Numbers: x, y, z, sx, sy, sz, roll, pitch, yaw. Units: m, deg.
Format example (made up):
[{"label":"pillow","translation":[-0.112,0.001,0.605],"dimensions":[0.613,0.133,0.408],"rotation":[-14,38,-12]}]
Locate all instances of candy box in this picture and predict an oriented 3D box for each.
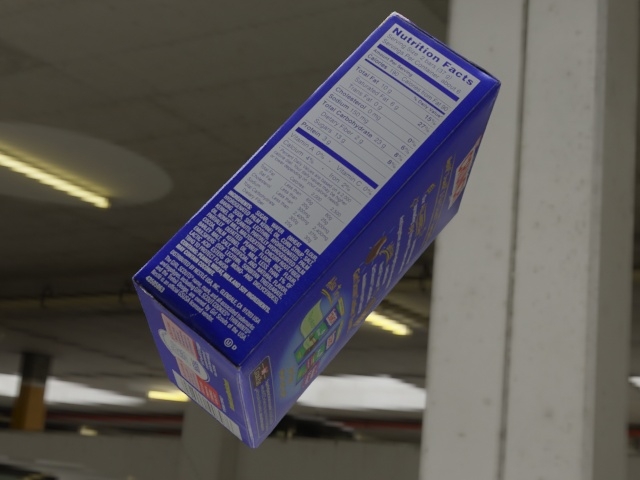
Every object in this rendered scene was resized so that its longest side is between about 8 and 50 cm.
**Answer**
[{"label":"candy box","translation":[0.000,0.000,1.006],"dimensions":[0.122,0.317,0.268],"rotation":[39,-18,14]}]
